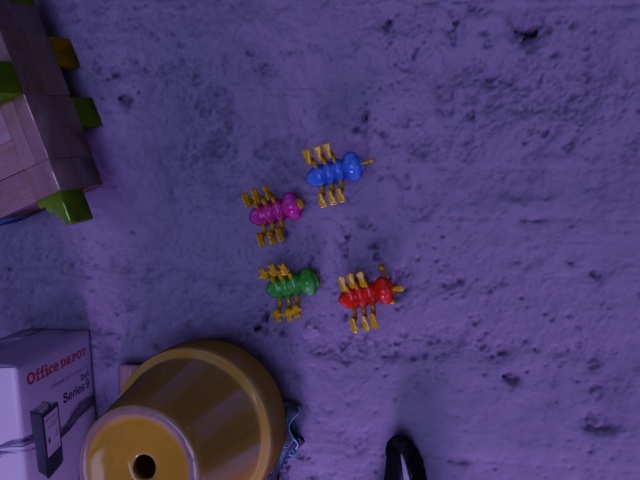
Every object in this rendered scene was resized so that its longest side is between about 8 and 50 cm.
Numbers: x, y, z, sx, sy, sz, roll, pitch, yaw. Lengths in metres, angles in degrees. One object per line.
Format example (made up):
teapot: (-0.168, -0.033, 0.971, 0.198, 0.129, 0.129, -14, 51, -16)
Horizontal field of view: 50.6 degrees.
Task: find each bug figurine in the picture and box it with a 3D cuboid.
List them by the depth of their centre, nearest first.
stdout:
bug figurine: (0.000, 0.000, 1.009, 0.216, 0.072, 0.279, -11, 100, 17)

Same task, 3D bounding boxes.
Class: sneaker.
sneaker: (0.105, 0.441, 1.035, 0.124, 0.107, 0.283, -7, 96, 16)
sneaker: (-0.063, 0.327, 1.068, 0.076, 0.065, 0.167, 1, 99, 4)

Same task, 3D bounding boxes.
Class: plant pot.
plant pot: (-0.197, 0.281, 0.942, 0.254, 0.239, 0.254, 0, 91, 12)

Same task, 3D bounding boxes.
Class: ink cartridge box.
ink cartridge box: (-0.451, 0.300, 1.048, 0.121, 0.211, 0.289, -1, 97, 10)

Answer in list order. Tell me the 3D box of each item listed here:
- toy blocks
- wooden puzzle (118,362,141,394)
toy blocks: (-0.509, -0.173, 1.034, 0.260, 0.191, 0.381, -19, 93, 23)
wooden puzzle: (-0.216, 0.310, 1.102, 0.238, 0.044, 0.221, 2, 98, 13)
